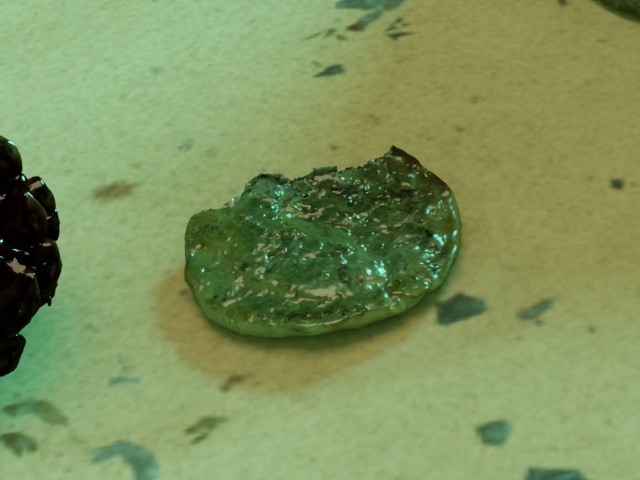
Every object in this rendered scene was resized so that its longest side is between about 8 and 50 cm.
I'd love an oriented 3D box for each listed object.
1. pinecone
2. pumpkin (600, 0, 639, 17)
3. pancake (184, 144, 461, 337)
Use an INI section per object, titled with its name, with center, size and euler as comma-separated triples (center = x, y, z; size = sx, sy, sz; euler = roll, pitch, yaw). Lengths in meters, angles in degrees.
[pinecone]
center = -0.176, 0.007, 0.801
size = 0.140, 0.140, 0.121
euler = 7, 10, 20
[pumpkin]
center = 0.252, -0.273, 0.975
size = 0.332, 0.199, 0.332
euler = -9, 39, 8
[pancake]
center = 0.001, 0.003, 0.837
size = 0.129, 0.022, 0.116
euler = -12, 42, -2
